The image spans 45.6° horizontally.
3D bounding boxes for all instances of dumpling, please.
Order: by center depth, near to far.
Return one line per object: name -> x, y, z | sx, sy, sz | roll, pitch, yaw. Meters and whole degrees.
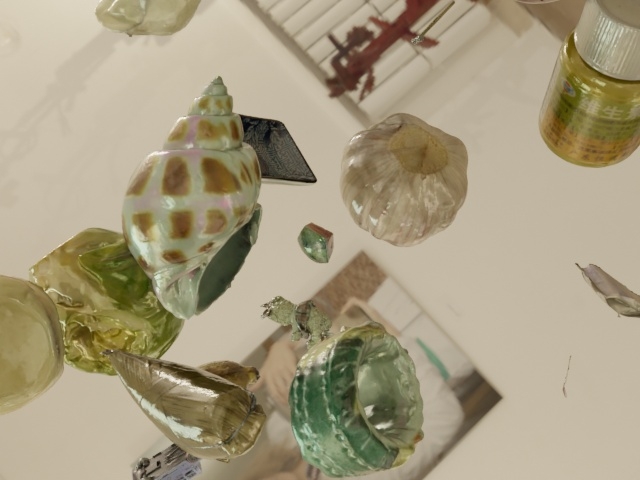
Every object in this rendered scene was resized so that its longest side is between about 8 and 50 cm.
dumpling -> -0.307, -0.457, 1.392 | 0.166, 0.215, 0.126 | 38, -178, 22

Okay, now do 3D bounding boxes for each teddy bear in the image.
teddy bear -> -0.057, 0.218, 2.134 | 0.213, 0.133, 0.111 | 28, 137, -14

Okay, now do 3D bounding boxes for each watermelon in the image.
watermelon -> -0.005, -0.001, 1.577 | 0.085, 0.072, 0.092 | 36, 155, -12

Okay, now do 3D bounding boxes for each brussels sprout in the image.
brussels sprout -> -0.452, 0.125, 1.651 | 0.344, 0.344, 0.268 | 49, 131, -5

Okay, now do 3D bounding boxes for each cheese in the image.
cheese -> -0.609, 0.195, 1.420 | 0.127, 0.233, 0.265 | -3, 96, 53

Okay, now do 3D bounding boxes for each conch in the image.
conch -> -0.194, -0.062, 1.224 | 0.197, 0.368, 0.249 | 44, -160, 27

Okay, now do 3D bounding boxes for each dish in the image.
dish -> -0.140, -0.178, 1.638 | 0.243, 0.080, 0.181 | -2, -124, -52

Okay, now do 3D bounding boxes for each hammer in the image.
hammer -> 0.310, -0.596, 2.089 | 0.017, 0.182, 0.062 | 47, 160, -13

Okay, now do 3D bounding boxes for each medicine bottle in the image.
medicine bottle -> 0.576, -0.334, 1.497 | 0.224, 0.224, 0.384 | 45, 160, 24

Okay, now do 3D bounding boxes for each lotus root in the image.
lotus root -> -0.255, 0.360, 1.880 | 0.138, 0.214, 0.138 | 56, 163, 28

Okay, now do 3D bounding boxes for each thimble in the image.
thimble -> 0.069, 0.299, 1.443 | 0.254, 0.167, 0.288 | 29, -133, -38

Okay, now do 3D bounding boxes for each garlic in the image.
garlic -> 0.178, -0.128, 1.717 | 0.317, 0.317, 0.259 | 46, 158, 17

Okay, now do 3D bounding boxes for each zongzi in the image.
zongzi -> -0.200, 0.211, 1.073 | 0.256, 0.115, 0.228 | 39, 158, -2

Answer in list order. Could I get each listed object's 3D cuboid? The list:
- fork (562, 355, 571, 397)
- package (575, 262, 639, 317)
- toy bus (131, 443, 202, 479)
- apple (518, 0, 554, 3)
fork -> 0.575, 0.317, 1.778 | 0.012, 0.016, 0.115 | 7, 116, 19
package -> 0.799, 0.150, 2.011 | 0.251, 0.062, 0.204 | 24, -162, -6
toy bus -> -0.300, 0.461, 1.561 | 0.076, 0.167, 0.073 | 60, 179, -31
apple -> 0.435, -0.560, 1.482 | 0.201, 0.162, 0.201 | 29, 128, 46
